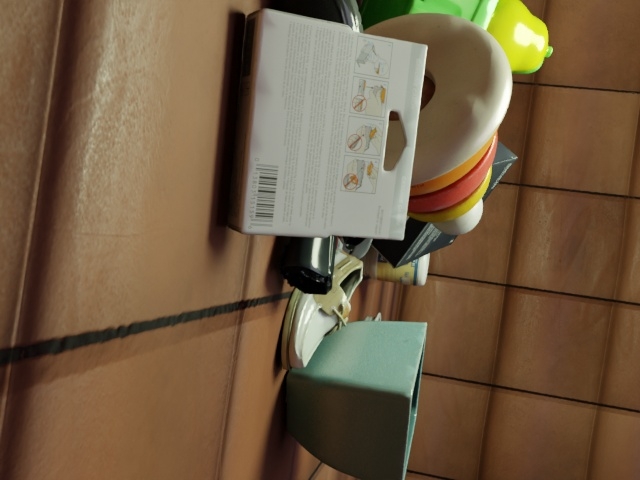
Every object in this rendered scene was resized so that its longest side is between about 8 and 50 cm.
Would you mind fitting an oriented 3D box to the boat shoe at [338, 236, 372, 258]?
[{"bbox_3d":[0.104,-0.076,1.536,0.302,0.109,0.094,121,-26,-45],"label":"boat shoe"}]

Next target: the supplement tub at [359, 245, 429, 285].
[{"bbox_3d":[0.226,0.057,2.022,0.144,0.200,0.144,7,90,-78],"label":"supplement tub"}]

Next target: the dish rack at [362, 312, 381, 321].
[{"bbox_3d":[0.116,0.391,2.038,0.333,0.072,0.285,-46,143,-70],"label":"dish rack"}]

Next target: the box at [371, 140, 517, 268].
[{"bbox_3d":[0.308,-0.131,1.796,0.312,0.179,0.343,-16,146,-49],"label":"box"}]

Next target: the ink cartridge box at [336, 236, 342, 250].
[{"bbox_3d":[0.023,0.023,1.481,0.115,0.029,0.063,56,44,-72],"label":"ink cartridge box"}]

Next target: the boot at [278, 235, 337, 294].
[{"bbox_3d":[0.000,0.000,1.203,0.246,0.094,0.207,47,48,-66],"label":"boot"}]

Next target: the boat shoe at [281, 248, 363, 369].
[{"bbox_3d":[0.007,0.125,1.296,0.113,0.103,0.302,86,18,-45],"label":"boat shoe"}]

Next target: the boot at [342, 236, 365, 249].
[{"bbox_3d":[0.096,-0.087,1.356,0.198,0.077,0.137,-57,-145,30],"label":"boot"}]

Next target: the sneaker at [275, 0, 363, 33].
[{"bbox_3d":[-0.018,-0.215,0.935,0.139,0.125,0.341,-42,136,-59],"label":"sneaker"}]

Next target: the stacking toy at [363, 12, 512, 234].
[{"bbox_3d":[0.204,-0.148,1.260,0.480,0.350,0.350,53,45,-55],"label":"stacking toy"}]

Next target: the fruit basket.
[{"bbox_3d":[0.292,-0.466,1.396,0.283,0.392,0.392,45,-35,47],"label":"fruit basket"}]

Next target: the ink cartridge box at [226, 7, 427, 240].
[{"bbox_3d":[0.010,-0.141,0.877,0.060,0.239,0.275,20,-75,63],"label":"ink cartridge box"}]

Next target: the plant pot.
[{"bbox_3d":[0.067,0.311,1.341,0.247,0.252,0.248,-61,155,-60],"label":"plant pot"}]
